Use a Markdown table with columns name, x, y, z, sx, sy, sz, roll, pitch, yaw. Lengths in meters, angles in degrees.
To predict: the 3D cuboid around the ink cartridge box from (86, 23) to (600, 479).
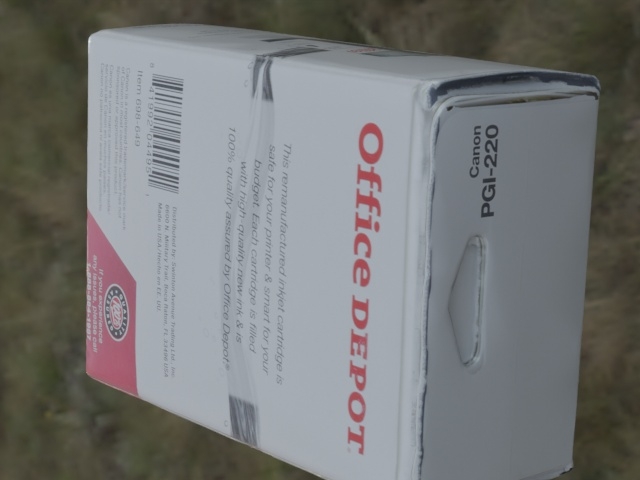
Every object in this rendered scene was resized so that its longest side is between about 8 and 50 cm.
| name | x | y | z | sx | sy | sz | roll | pitch | yaw |
| --- | --- | --- | --- | --- | --- | --- | --- | --- | --- |
| ink cartridge box | 0.000 | 0.000 | 0.683 | 0.218 | 0.092 | 0.159 | 16 | 108 | 50 |
